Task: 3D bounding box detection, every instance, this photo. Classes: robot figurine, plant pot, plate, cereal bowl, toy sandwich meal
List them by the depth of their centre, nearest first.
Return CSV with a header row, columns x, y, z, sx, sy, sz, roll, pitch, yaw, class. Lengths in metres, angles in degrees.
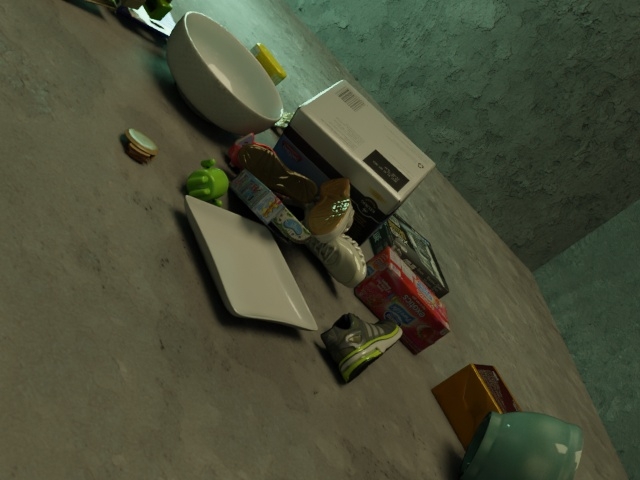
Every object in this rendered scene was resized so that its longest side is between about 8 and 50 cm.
x,y,z,sx,sy,sz,roll,pitch,yaw,class
-0.353,-0.184,1.487,0.085,0.029,0.086,37,16,-13,toy sandwich meal
-0.144,0.059,1.501,0.278,0.045,0.277,21,35,-55,plate
-0.232,-0.116,1.573,0.115,0.067,0.101,-29,109,-71,robot figurine
0.435,0.506,1.722,0.196,0.293,0.293,27,17,9,plant pot
-0.255,-0.390,1.887,0.339,0.141,0.339,43,22,-22,cereal bowl

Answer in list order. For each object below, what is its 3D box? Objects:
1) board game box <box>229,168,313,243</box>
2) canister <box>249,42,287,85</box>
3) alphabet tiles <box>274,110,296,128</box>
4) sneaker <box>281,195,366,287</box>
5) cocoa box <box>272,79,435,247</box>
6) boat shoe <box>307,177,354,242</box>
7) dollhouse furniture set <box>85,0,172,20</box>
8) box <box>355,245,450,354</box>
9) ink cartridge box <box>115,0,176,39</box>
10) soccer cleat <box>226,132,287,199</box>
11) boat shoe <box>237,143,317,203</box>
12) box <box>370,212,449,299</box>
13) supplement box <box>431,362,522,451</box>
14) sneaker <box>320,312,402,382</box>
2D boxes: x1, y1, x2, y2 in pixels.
x,y,z,sx,sy,sz,roll,pitch,yaw,class
-0.109,-0.064,1.669,0.194,0.060,0.194,46,-2,-15,board game box
-0.191,-0.438,2.072,0.126,0.170,0.073,51,17,-3,canister
-0.042,-0.364,2.338,0.198,0.009,0.237,11,22,5,alphabet tiles
0.000,0.000,1.860,0.118,0.110,0.292,4,42,-55,sneaker
0.076,-0.200,2.004,0.347,0.228,0.231,43,45,4,cocoa box
0.037,-0.054,1.785,0.277,0.098,0.096,-71,149,-60,boat shoe
-0.479,-0.648,1.751,0.301,0.151,0.198,-2,55,-53,dollhouse furniture set
0.216,0.159,2.014,0.257,0.122,0.128,46,21,-18,box
-0.454,-0.591,1.941,0.206,0.045,0.208,15,40,-57,ink cartridge box
-0.124,-0.177,1.883,0.248,0.095,0.083,33,27,-42,soccer cleat
-0.111,-0.154,1.810,0.223,0.080,0.073,29,-12,-28,boat shoe
0.268,0.031,2.424,0.307,0.076,0.243,38,24,-35,box
0.421,0.437,1.977,0.194,0.129,0.191,17,39,-58,supplement box
0.093,0.209,1.683,0.121,0.111,0.300,50,17,8,sneaker
